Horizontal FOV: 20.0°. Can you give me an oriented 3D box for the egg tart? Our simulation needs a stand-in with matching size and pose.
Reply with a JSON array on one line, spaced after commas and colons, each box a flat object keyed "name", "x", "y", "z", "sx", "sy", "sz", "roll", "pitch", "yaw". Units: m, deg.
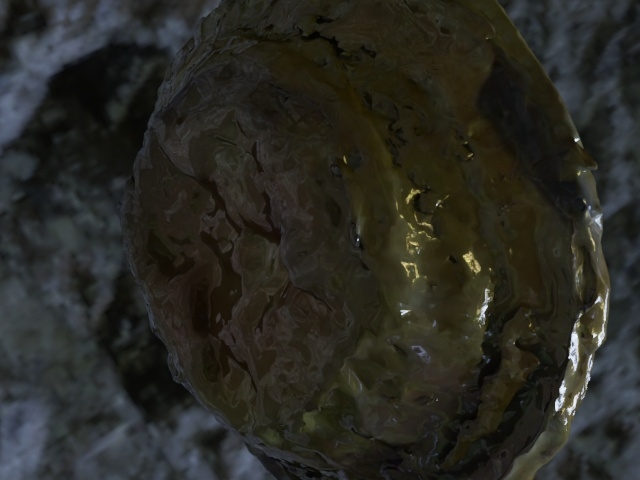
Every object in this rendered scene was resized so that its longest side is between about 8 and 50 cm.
[{"name": "egg tart", "x": 0.000, "y": 0.000, "z": 1.006, "sx": 0.352, "sy": 0.150, "sz": 0.352, "roll": 10, "pitch": -76, "yaw": 45}]
